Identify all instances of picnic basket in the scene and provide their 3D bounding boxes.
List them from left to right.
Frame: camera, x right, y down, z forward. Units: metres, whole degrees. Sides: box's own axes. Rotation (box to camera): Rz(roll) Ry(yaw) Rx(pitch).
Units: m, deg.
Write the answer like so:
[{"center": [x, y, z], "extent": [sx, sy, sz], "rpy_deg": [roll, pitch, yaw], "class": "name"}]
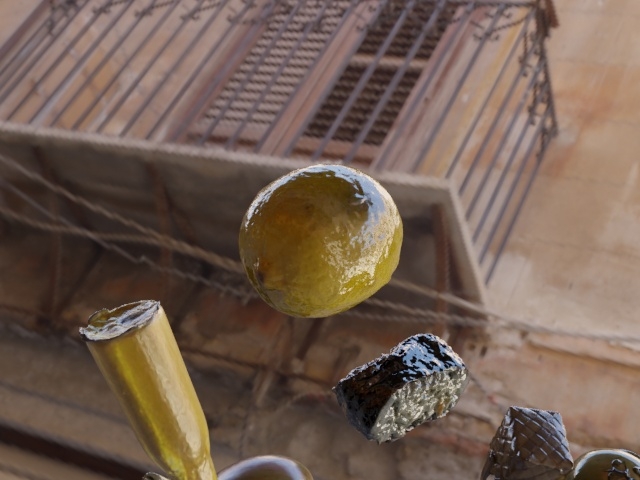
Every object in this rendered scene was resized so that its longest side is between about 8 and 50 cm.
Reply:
[{"center": [0.329, 0.368, 1.740], "extent": [0.128, 0.137, 0.178], "rpy_deg": [7, -51, -6], "class": "picnic basket"}]

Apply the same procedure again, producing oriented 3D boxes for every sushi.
[{"center": [0.193, 0.345, 2.542], "extent": [0.171, 0.350, 0.211], "rpy_deg": [39, -47, 34], "class": "sushi"}]

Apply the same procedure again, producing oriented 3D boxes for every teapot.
[{"center": [0.470, 0.435, 1.731], "extent": [0.269, 0.183, 0.173], "rpy_deg": [-10, -73, 50], "class": "teapot"}]

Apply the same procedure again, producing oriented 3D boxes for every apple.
[{"center": [-0.129, 0.567, 2.227], "extent": [0.234, 0.256, 0.256], "rpy_deg": [8, -35, 6], "class": "apple"}]

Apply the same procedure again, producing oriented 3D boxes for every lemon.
[{"center": [-0.002, 0.001, 1.772], "extent": [0.260, 0.284, 0.260], "rpy_deg": [30, -28, 17], "class": "lemon"}]

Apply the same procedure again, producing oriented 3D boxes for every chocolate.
[{"center": [-0.309, 0.330, 2.051], "extent": [0.162, 0.162, 0.445], "rpy_deg": [-1, -62, 39], "class": "chocolate"}]

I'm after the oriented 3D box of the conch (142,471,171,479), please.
[{"center": [-0.188, 0.505, 1.732], "extent": [0.386, 0.203, 0.170], "rpy_deg": [41, -37, -26], "class": "conch"}]
